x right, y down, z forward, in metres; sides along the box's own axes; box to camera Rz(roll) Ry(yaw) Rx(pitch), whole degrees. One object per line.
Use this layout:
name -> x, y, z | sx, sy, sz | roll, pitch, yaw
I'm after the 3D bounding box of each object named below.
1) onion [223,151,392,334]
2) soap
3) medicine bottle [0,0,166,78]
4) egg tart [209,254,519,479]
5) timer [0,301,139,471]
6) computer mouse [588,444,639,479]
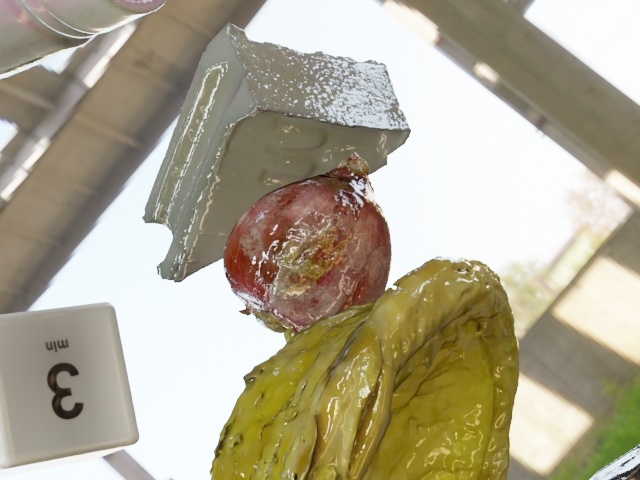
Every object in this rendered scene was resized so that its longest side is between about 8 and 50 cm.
onion -> 0.000, 0.000, 1.186 | 0.194, 0.160, 0.159 | -63, -9, -15
soap -> -0.055, -0.092, 1.584 | 0.258, 0.159, 0.302 | 4, -49, -32
medicine bottle -> -0.358, -0.321, 1.509 | 0.326, 0.212, 0.212 | -16, 8, 33
egg tart -> 0.020, 0.169, 0.839 | 0.345, 0.132, 0.345 | -39, -44, -52
timer -> -0.374, 0.203, 1.671 | 0.192, 0.195, 0.194 | -6, -11, -32
computer mouse -> 0.414, 0.293, 1.574 | 0.192, 0.062, 0.106 | -27, -6, -18
